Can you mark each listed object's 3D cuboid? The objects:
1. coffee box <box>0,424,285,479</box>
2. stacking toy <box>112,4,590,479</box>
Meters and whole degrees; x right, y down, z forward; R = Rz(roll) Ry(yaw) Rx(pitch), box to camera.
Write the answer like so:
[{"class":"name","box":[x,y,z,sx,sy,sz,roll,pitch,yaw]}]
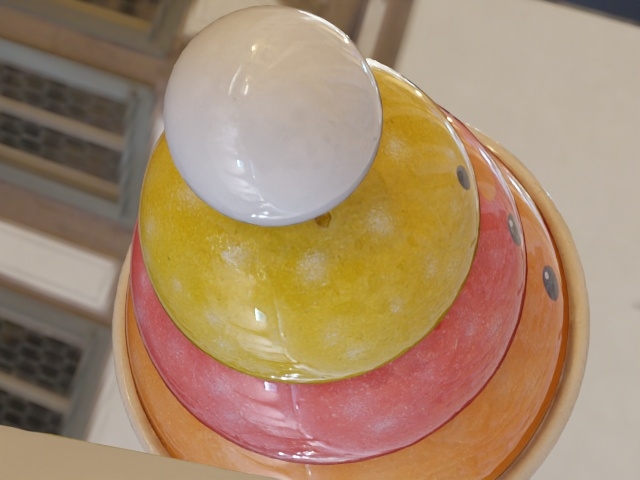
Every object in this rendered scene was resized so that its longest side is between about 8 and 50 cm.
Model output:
[{"class":"coffee box","box":[-0.075,0.296,0.526,0.337,0.334,0.338,-35,-61,-43]},{"class":"stacking toy","box":[0.000,0.000,1.069,0.480,0.350,0.351,71,-138,-71]}]
